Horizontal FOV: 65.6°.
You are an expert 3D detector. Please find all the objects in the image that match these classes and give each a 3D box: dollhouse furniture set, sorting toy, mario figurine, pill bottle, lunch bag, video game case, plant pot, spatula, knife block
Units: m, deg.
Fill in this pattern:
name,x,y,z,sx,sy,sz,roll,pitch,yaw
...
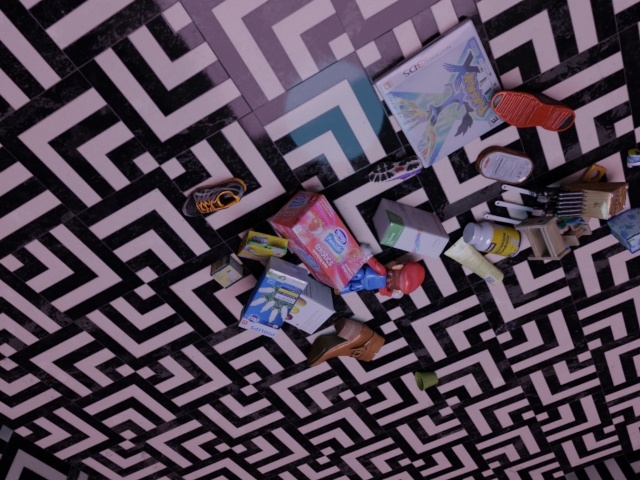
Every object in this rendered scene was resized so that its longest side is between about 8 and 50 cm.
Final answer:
name,x,y,z,sx,sy,sz,roll,pitch,yaw
dollhouse furniture set,0.774,-0.034,1.657,0.183,0.129,0.129,-31,101,-24
sorting toy,0.867,-0.096,1.704,0.195,0.047,0.348,1,125,-13
mario figurine,0.208,0.115,1.772,0.320,0.170,0.198,-2,162,8
pill bottle,0.591,-0.007,1.712,0.184,0.103,0.103,11,123,-14
lunch bag,1.108,-0.046,1.727,0.151,0.129,0.096,-34,123,15
video game case,0.361,-0.411,1.442,0.299,0.036,0.329,-30,123,15
plant pot,0.463,0.601,2.150,0.079,0.083,0.083,-10,126,-14
spatula,0.691,-0.116,1.696,0.241,0.019,0.168,11,124,-15
knife block,0.830,-0.139,1.615,0.275,0.242,0.088,-19,115,-42

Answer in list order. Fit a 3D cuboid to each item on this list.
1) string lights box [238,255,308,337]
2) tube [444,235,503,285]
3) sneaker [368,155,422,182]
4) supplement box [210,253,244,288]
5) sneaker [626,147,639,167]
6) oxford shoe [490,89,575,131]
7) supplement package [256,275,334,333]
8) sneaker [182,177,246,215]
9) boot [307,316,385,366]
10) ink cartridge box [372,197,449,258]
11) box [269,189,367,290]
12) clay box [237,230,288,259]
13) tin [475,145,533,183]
name,x,y,z,sx,sy,sz,roll,pitch,yaw
string lights box,-0.155,0.187,1.618,0.133,0.077,0.260,22,119,-15
tube,0.564,0.077,1.802,0.240,0.062,0.070,33,72,-20
sneaker,0.236,-0.207,1.557,0.169,0.068,0.071,-11,153,13
supplement box,-0.322,0.107,1.719,0.083,0.056,0.083,-32,122,16
sneaker,1.067,-0.267,1.615,0.144,0.053,0.059,-1,125,4
oxford shoe,0.603,-0.389,1.448,0.271,0.098,0.097,11,132,-19
supplement package,-0.092,0.201,1.763,0.244,0.134,0.139,31,116,-25
sneaker,-0.334,-0.125,1.539,0.214,0.083,0.084,-23,126,11
boot,0.100,0.433,1.982,0.220,0.109,0.283,29,110,-28
ink cartridge box,0.292,-0.039,1.624,0.212,0.154,0.093,13,123,-16
box,0.000,0.000,1.595,0.154,0.142,0.300,-47,124,-17
clay box,-0.186,0.021,1.597,0.127,0.053,0.222,13,164,-15
tin,0.591,-0.240,1.590,0.189,0.040,0.106,10,119,-13
